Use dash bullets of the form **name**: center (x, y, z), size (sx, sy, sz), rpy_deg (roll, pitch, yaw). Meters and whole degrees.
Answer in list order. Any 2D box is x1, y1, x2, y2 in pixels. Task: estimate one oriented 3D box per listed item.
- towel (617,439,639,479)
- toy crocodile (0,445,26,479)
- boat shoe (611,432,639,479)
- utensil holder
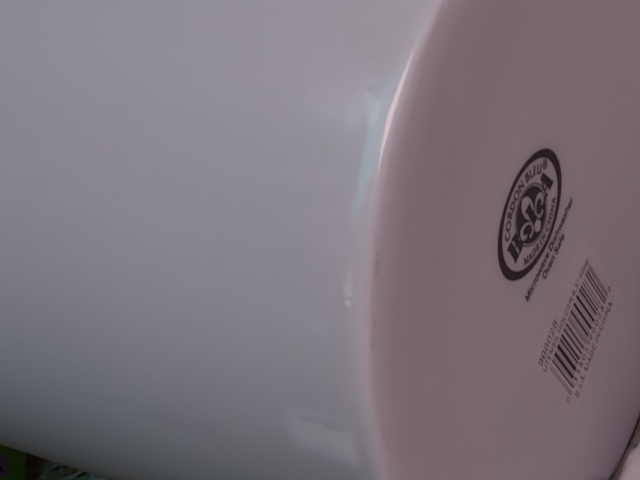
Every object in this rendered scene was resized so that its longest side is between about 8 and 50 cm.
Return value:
- **towel**: center (0.318, 0.034, 0.536), size (0.317, 0.053, 0.332), rpy_deg (29, 85, 45)
- **toy crocodile**: center (-0.247, 0.256, 0.899), size (0.115, 0.105, 0.340), rpy_deg (-16, 53, 28)
- **boat shoe**: center (0.137, 0.149, 0.693), size (0.254, 0.079, 0.095), rpy_deg (16, 60, 37)
- **utensil holder**: center (-0.053, -0.032, 0.675), size (0.385, 0.327, 0.327), rpy_deg (10, 72, 36)
